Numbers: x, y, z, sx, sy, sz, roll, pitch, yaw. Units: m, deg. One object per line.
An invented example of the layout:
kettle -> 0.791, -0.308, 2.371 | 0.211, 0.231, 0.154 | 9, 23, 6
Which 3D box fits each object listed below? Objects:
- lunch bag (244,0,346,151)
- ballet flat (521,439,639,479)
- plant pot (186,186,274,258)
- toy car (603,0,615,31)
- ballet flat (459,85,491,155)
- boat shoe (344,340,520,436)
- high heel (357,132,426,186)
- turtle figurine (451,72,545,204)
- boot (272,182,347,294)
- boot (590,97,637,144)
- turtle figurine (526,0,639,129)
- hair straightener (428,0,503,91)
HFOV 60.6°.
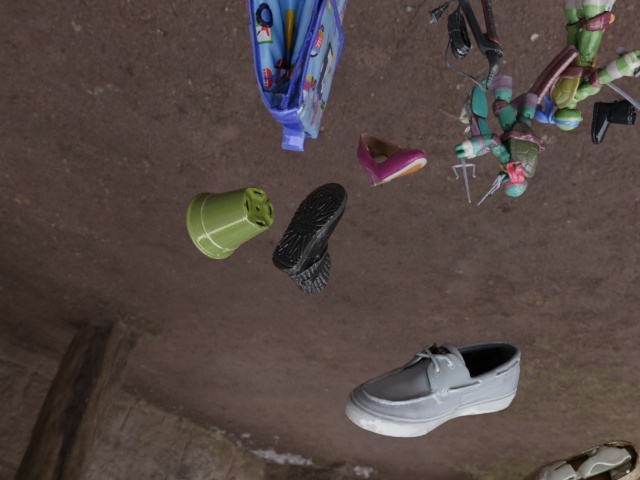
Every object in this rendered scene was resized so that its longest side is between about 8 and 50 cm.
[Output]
lunch bag -> -0.033, -0.257, 0.662 | 0.138, 0.294, 0.221 | 4, -175, 3
ballet flat -> 0.384, 0.345, 0.816 | 0.206, 0.073, 0.067 | -20, 132, -8
plant pot -> -0.098, -0.028, 0.639 | 0.079, 0.083, 0.083 | -17, 138, 34
toy car -> 0.811, -0.726, 1.602 | 0.210, 0.219, 0.238 | -12, 117, 30
ballet flat -> 0.441, -0.339, 1.566 | 0.076, 0.222, 0.079 | 13, 150, -31
boat shoe -> 0.128, 0.145, 0.589 | 0.227, 0.081, 0.079 | -1, -161, -31
high heel -> 0.132, -0.178, 1.073 | 0.082, 0.117, 0.244 | -18, -177, -8
turtle figurine -> 0.309, -0.150, 0.910 | 0.118, 0.234, 0.175 | -3, 157, 38
boot -> -0.004, -0.001, 1.810 | 0.131, 0.348, 0.260 | 35, 175, 31
boot -> 0.765, -0.310, 1.426 | 0.045, 0.121, 0.099 | -15, -162, -39
turtle figurine -> 0.549, -0.351, 1.039 | 0.274, 0.197, 0.267 | 6, 111, 35
hair straightener -> 0.201, -0.312, 0.777 | 0.088, 0.231, 0.047 | -11, 165, 17
